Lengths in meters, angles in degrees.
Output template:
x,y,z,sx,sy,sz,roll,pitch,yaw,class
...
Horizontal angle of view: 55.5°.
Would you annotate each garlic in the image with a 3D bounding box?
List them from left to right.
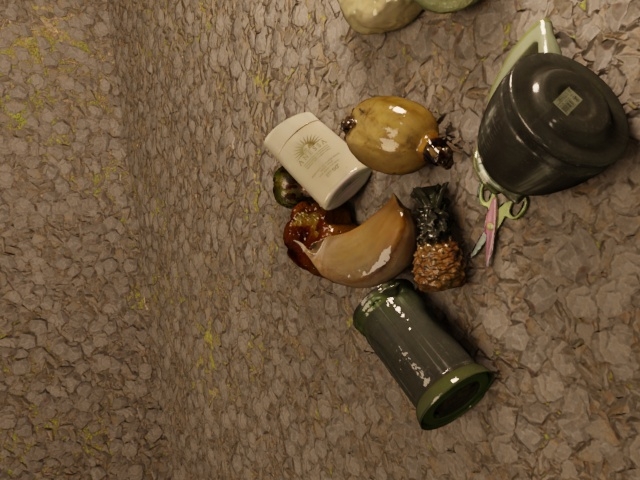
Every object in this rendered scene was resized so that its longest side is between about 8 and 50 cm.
x,y,z,sx,sy,sz,roll,pitch,yaw,class
0.102,0.029,1.539,0.339,0.151,0.196,-25,79,31,garlic

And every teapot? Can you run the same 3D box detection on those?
x,y,z,sx,sy,sz,roll,pitch,yaw,class
0.223,0.266,1.450,0.337,0.201,0.270,53,159,36,teapot
0.378,-0.221,1.136,0.321,0.240,0.239,64,152,16,teapot

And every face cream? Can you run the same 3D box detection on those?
x,y,z,sx,sy,sz,roll,pitch,yaw,class
-0.015,-0.239,1.721,0.173,0.081,0.348,-42,53,1,face cream

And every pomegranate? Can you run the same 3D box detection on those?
x,y,z,sx,sy,sz,roll,pitch,yaw,class
-0.072,-0.162,1.806,0.163,0.126,0.138,10,91,51,pomegranate

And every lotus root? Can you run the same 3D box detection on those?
x,y,z,sx,sy,sz,roll,pitch,yaw,class
0.189,-0.239,1.425,0.310,0.183,0.182,27,116,44,lotus root

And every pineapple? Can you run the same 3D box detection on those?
x,y,z,sx,sy,sz,roll,pitch,yaw,class
0.263,-0.008,1.396,0.128,0.128,0.247,-10,86,52,pineapple

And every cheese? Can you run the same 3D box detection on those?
x,y,z,sx,sy,sz,roll,pitch,yaw,class
0.144,-0.669,1.468,0.318,0.115,0.326,-53,53,42,cheese

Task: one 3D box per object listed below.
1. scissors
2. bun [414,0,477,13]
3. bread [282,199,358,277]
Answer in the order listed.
x,y,z,sx,sy,sz,roll,pitch,yaw,class
0.375,-0.034,1.331,0.134,0.020,0.187,37,121,47,scissors
0.272,-0.582,1.286,0.196,0.118,0.195,10,129,12,bun
0.001,-0.013,1.726,0.247,0.135,0.232,36,109,47,bread
